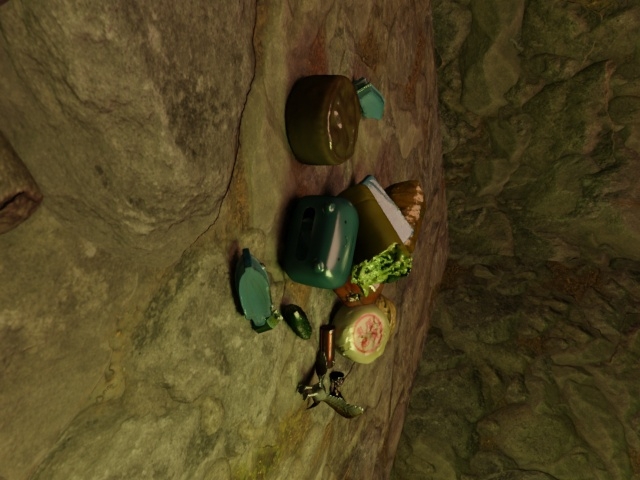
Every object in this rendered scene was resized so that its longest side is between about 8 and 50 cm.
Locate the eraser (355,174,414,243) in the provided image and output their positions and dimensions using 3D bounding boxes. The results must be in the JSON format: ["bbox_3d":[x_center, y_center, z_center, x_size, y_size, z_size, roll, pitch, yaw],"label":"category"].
[{"bbox_3d":[0.245,-0.104,1.949,0.144,0.043,0.311,-45,106,-21],"label":"eraser"}]

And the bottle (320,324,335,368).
[{"bbox_3d":[0.030,0.404,1.829,0.060,0.060,0.164,-27,121,-61],"label":"bottle"}]

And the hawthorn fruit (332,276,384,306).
[{"bbox_3d":[0.142,0.118,1.854,0.210,0.211,0.262,70,17,-45],"label":"hawthorn fruit"}]

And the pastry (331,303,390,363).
[{"bbox_3d":[0.159,0.362,1.920,0.265,0.133,0.264,-3,95,-35],"label":"pastry"}]

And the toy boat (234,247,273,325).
[{"bbox_3d":[-0.180,0.118,1.290,0.102,0.089,0.215,-111,-168,-62],"label":"toy boat"}]

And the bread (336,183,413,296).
[{"bbox_3d":[0.151,-0.005,1.670,0.251,0.209,0.376,84,-14,-55],"label":"bread"}]

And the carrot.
[{"bbox_3d":[0.328,-0.085,2.143,0.241,0.242,0.340,43,61,-61],"label":"carrot"}]

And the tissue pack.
[{"bbox_3d":[0.000,0.000,1.486,0.206,0.198,0.287,31,70,-63],"label":"tissue pack"}]

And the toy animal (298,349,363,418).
[{"bbox_3d":[-0.013,0.537,1.725,0.160,0.197,0.272,26,28,-48],"label":"toy animal"}]

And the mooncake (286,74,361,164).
[{"bbox_3d":[0.021,-0.368,1.494,0.284,0.156,0.284,9,90,-66],"label":"mooncake"}]

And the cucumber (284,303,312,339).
[{"bbox_3d":[-0.068,0.273,1.580,0.227,0.069,0.069,68,37,-53],"label":"cucumber"}]

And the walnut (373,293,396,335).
[{"bbox_3d":[0.236,0.349,2.118,0.198,0.198,0.244,14,85,-66],"label":"walnut"}]

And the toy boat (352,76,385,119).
[{"bbox_3d":[0.189,-0.552,1.895,0.238,0.109,0.098,28,37,-64],"label":"toy boat"}]

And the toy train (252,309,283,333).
[{"bbox_3d":[-0.149,0.230,1.359,0.038,0.093,0.056,52,46,-12],"label":"toy train"}]

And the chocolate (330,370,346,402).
[{"bbox_3d":[0.067,0.610,1.961,0.070,0.072,0.147,-4,95,-53],"label":"chocolate"}]
